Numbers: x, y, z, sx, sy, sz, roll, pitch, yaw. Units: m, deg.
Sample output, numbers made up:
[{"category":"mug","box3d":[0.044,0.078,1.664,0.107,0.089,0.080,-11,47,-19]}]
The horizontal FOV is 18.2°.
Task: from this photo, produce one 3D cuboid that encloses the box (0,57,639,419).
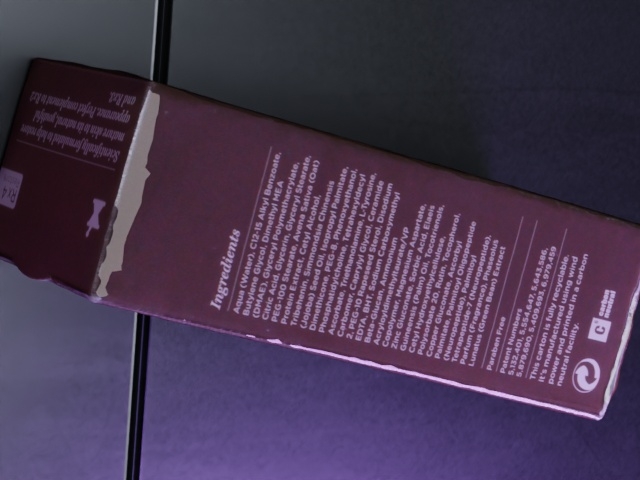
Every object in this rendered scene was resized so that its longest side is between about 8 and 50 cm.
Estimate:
[{"category":"box","box3d":[0.000,0.000,1.280,0.381,0.191,0.143,13,92,-31]}]
